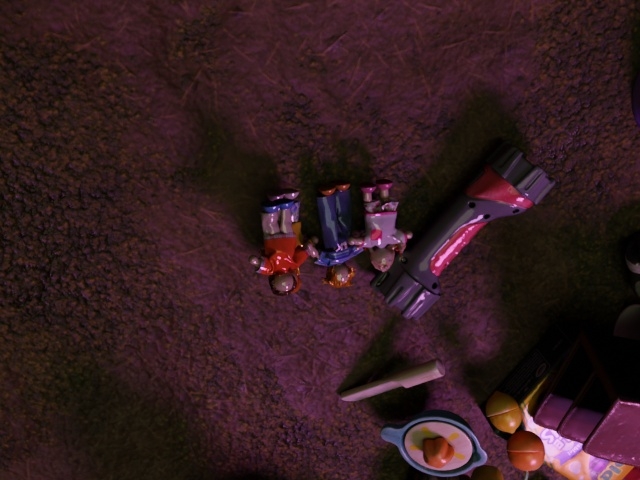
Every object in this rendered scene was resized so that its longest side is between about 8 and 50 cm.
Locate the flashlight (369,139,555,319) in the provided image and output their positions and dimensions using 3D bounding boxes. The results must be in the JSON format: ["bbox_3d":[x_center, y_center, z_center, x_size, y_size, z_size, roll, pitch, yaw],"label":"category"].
[{"bbox_3d":[0.218,-0.008,1.310,0.304,0.103,0.103,-51,142,13],"label":"flashlight"}]

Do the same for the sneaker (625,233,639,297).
[{"bbox_3d":[0.627,0.023,1.404,0.272,0.100,0.108,-14,128,-1],"label":"sneaker"}]

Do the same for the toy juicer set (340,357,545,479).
[{"bbox_3d":[0.213,0.307,1.380,0.329,0.089,0.209,36,125,-9],"label":"toy juicer set"}]

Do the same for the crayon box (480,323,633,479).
[{"bbox_3d":[0.467,0.311,1.491,0.323,0.083,0.203,33,103,-21],"label":"crayon box"}]

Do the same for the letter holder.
[{"bbox_3d":[0.518,0.289,1.347,0.302,0.152,0.214,11,123,-14],"label":"letter holder"}]

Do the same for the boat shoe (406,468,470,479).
[{"bbox_3d":[0.209,0.554,1.496,0.120,0.122,0.323,2,99,-11],"label":"boat shoe"}]

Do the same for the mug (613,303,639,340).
[{"bbox_3d":[0.603,0.164,1.429,0.169,0.113,0.150,8,155,-17],"label":"mug"}]

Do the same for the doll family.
[{"bbox_3d":[0.000,0.000,1.280,0.263,0.118,0.163,-12,108,-25],"label":"doll family"}]

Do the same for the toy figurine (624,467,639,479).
[{"bbox_3d":[0.585,0.488,1.589,0.173,0.130,0.159,-18,102,24],"label":"toy figurine"}]

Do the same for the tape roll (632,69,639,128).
[{"bbox_3d":[0.576,-0.218,1.296,0.189,0.080,0.188,-4,113,-9],"label":"tape roll"}]
